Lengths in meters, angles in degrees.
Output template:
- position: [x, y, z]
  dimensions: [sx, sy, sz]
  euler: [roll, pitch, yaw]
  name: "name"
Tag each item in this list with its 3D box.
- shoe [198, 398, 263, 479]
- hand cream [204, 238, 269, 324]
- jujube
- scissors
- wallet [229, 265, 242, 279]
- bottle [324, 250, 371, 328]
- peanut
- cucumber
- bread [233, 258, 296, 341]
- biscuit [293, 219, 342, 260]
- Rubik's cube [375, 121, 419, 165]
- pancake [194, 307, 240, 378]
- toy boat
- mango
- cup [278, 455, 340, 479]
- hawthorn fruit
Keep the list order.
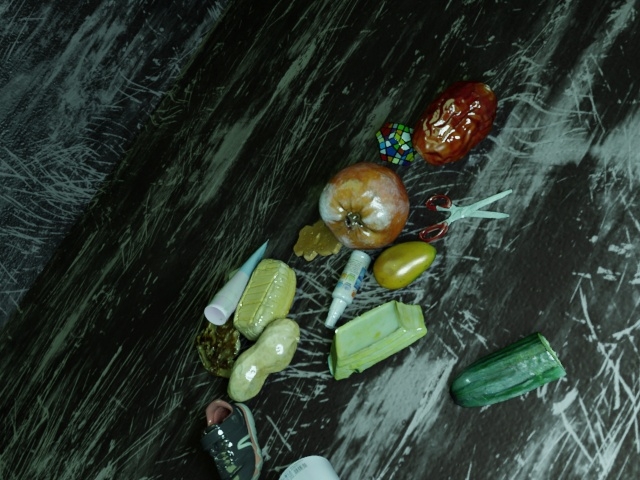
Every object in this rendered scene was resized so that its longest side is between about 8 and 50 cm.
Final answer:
- position: [-0.228, 0.506, 1.935]
  dimensions: [0.114, 0.137, 0.291]
  euler: [-36, 38, 17]
  name: "shoe"
- position: [-0.233, 0.115, 2.252]
  dimensions: [0.312, 0.070, 0.111]
  euler: [-59, -5, -49]
  name: "hand cream"
- position: [0.353, -0.311, 2.051]
  dimensions: [0.250, 0.174, 0.174]
  euler: [-41, 37, 6]
  name: "jujube"
- position: [0.364, -0.071, 1.951]
  dimensions: [0.247, 0.017, 0.144]
  euler: [-11, 51, 38]
  name: "scissors"
- position: [-0.241, 0.155, 2.354]
  dimensions: [0.095, 0.033, 0.190]
  euler: [-32, 38, 24]
  name: "wallet"
- position: [0.065, 0.129, 2.038]
  dimensions: [0.060, 0.060, 0.217]
  euler: [5, 60, 48]
  name: "bottle"
- position: [-0.152, 0.315, 2.056]
  dimensions: [0.263, 0.101, 0.117]
  euler: [-44, 36, 1]
  name: "peanut"
- position: [0.367, 0.271, 1.602]
  dimensions: [0.244, 0.063, 0.115]
  euler: [-34, 38, 22]
  name: "cucumber"
- position: [-0.147, 0.170, 2.180]
  dimensions: [0.140, 0.106, 0.236]
  euler: [-4, 55, 47]
  name: "bread"
- position: [0.000, -0.003, 2.253]
  dimensions: [0.184, 0.027, 0.133]
  euler: [-16, 46, 34]
  name: "biscuit"
- position: [0.217, -0.271, 2.199]
  dimensions: [0.133, 0.133, 0.112]
  euler: [-21, 18, 32]
  name: "Rubik's cube"
- position: [-0.289, 0.298, 2.247]
  dimensions: [0.212, 0.056, 0.257]
  euler: [-26, 48, 35]
  name: "pancake"
- position: [0.118, 0.236, 1.869]
  dimensions: [0.276, 0.084, 0.111]
  euler: [-31, 42, 21]
  name: "toy boat"
- position: [0.206, 0.057, 1.939]
  dimensions: [0.163, 0.089, 0.111]
  euler: [-38, 48, -2]
  name: "mango"
- position: [-0.020, 0.574, 1.664]
  dimensions: [0.173, 0.134, 0.142]
  euler: [-46, 38, 2]
  name: "cup"
- position: [0.133, -0.096, 2.037]
  dimensions: [0.263, 0.235, 0.231]
  euler: [-28, -13, -20]
  name: "hawthorn fruit"
